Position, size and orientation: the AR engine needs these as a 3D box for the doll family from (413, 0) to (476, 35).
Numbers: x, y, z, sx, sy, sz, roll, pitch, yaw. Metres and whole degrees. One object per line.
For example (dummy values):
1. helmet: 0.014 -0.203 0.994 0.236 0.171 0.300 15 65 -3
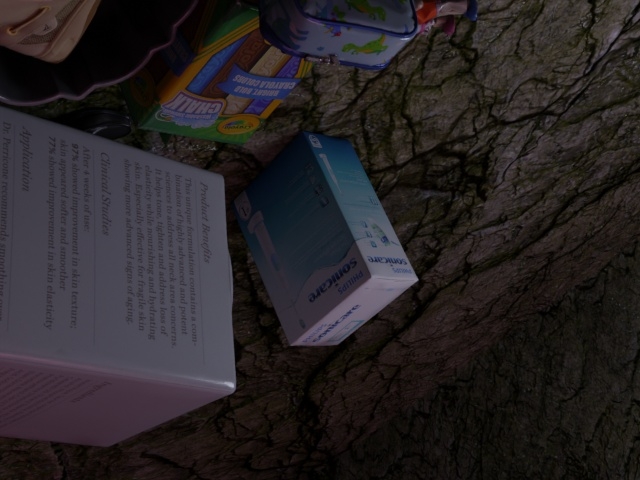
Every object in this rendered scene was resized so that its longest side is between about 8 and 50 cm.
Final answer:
1. doll family: 0.106 -0.335 1.380 0.163 0.119 0.263 -4 -176 -2

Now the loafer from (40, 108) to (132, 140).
1. loafer: -0.343 -0.140 1.447 0.170 0.061 0.062 -15 152 -20

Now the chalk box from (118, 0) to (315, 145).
1. chalk box: -0.146 -0.242 1.285 0.179 0.180 0.289 5 141 -46

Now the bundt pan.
1. bundt pan: -0.293 -0.303 1.083 0.330 0.124 0.331 -21 149 -13

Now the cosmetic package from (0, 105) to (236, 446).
1. cosmetic package: -0.366 0.067 1.379 0.393 0.330 0.327 17 147 -39

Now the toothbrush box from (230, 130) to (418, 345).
1. toothbrush box: 0.000 0.000 1.742 0.126 0.296 0.216 6 141 -46

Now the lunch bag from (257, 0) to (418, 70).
1. lunch bag: 0.014 -0.300 1.150 0.176 0.219 0.090 3 155 -31

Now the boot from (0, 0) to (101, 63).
1. boot: -0.281 -0.280 0.922 0.203 0.095 0.262 5 139 -41
